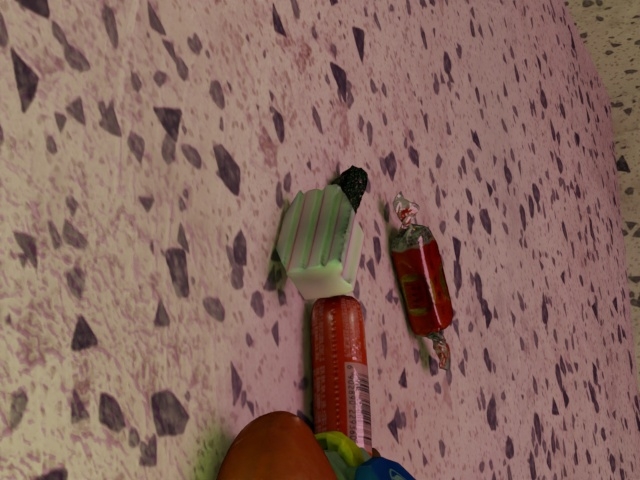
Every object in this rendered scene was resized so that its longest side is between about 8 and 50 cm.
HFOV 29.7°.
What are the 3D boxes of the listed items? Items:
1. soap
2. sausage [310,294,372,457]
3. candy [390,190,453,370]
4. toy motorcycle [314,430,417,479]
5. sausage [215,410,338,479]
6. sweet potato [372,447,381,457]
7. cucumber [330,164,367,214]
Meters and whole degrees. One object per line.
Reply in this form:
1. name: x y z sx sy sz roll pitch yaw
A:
1. soap: 0.000 0.000 1.484 0.149 0.100 0.056 -78 150 -44
2. sausage: 0.024 0.180 1.491 0.074 0.074 0.274 34 49 -58
3. candy: 0.157 0.064 1.858 0.086 0.059 0.292 -29 106 -62
4. toy motorcycle: 0.064 0.368 1.304 0.191 0.200 0.327 4 78 -51
5. sausage: -0.055 0.295 1.203 0.133 0.133 0.258 50 41 -48
6. sweet potato: 0.082 0.388 1.554 0.069 0.059 0.250 70 12 -72
7. cucumber: 0.018 -0.017 1.604 0.044 0.043 0.257 58 31 -29
